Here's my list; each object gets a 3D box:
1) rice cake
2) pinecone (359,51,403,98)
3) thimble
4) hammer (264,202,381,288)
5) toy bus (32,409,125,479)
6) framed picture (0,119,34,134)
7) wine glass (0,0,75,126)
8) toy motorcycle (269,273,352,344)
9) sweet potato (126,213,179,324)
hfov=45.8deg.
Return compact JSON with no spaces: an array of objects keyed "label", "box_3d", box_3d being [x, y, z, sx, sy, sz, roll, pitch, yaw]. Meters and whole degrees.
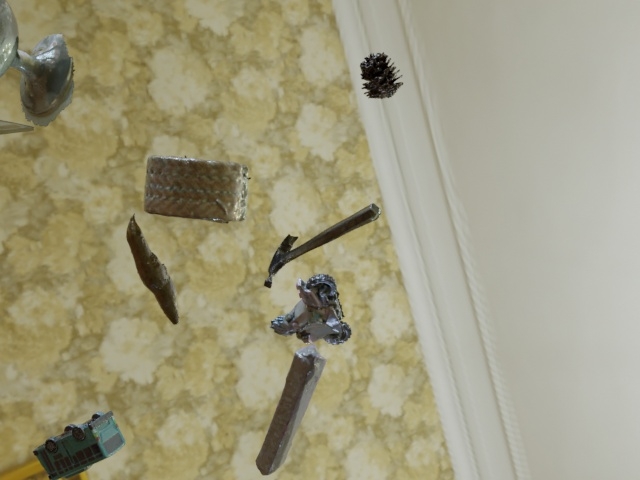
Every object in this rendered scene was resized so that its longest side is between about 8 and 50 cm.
[{"label":"rice cake","box_3d":[-0.073,0.402,1.789,0.064,0.070,0.399,37,-58,28]},{"label":"pinecone","box_3d":[0.105,-0.289,1.329,0.077,0.077,0.083,-11,-86,54]},{"label":"thimble","box_3d":[-0.285,-0.120,1.716,0.229,0.196,0.148,6,-85,24]},{"label":"hammer","box_3d":[0.001,0.001,1.416,0.027,0.125,0.297,38,-42,-24]},{"label":"toy bus","box_3d":[-0.468,0.402,1.471,0.160,0.079,0.092,-26,-89,21]},{"label":"framed picture","box_3d":[-0.644,-0.211,1.401,0.201,0.136,0.010,15,-67,38]},{"label":"wine glass","box_3d":[-0.693,-0.395,1.559,0.238,0.323,0.238,-10,-107,36]},{"label":"toy motorcycle","box_3d":[-0.038,0.189,1.913,0.108,0.204,0.239,-84,162,-64]},{"label":"sweet potato","box_3d":[-0.384,0.069,1.731,0.067,0.067,0.274,1,-62,53]}]
